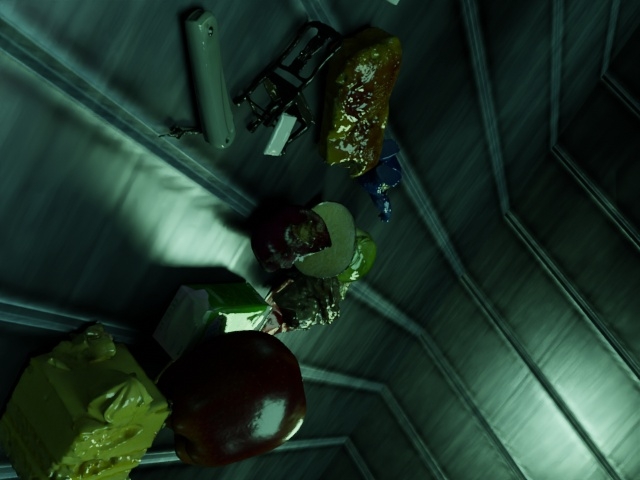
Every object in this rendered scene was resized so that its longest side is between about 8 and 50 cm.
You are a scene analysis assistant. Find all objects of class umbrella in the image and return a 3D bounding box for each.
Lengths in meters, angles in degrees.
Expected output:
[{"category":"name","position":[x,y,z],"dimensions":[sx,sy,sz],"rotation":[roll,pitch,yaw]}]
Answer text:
[{"category":"umbrella","position":[-0.236,-0.194,1.089],"dimensions":[0.149,0.022,0.022],"rotation":[-24,108,-58]}]

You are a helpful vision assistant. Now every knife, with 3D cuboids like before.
[{"category":"knife","position":[-0.184,-0.269,1.037],"dimensions":[0.073,0.040,0.265],"rotation":[-54,157,-32]}]

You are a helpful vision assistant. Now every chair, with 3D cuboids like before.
[{"category":"chair","position":[-0.045,-0.294,1.163],"dimensions":[0.229,0.106,0.113],"rotation":[-46,153,-8]}]

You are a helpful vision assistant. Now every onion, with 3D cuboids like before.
[{"category":"onion","position":[-0.091,0.000,1.468],"dimensions":[0.195,0.140,0.218],"rotation":[-32,-174,-33]}]

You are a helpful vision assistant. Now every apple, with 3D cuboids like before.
[{"category":"apple","position":[-0.192,0.345,1.342],"dimensions":[0.317,0.288,0.288],"rotation":[-22,144,-27]}]

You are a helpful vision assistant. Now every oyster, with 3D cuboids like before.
[{"category":"oyster","position":[0.083,0.112,2.004],"dimensions":[0.146,0.045,0.121],"rotation":[-49,141,-5]}]

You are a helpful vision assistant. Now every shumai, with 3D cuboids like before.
[{"category":"shumai","position":[-0.045,0.153,1.716],"dimensions":[0.218,0.185,0.184],"rotation":[-125,-150,-79]}]

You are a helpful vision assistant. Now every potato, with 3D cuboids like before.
[{"category":"potato","position":[0.000,0.000,1.611],"dimensions":[0.117,0.182,0.202],"rotation":[156,-65,-82]}]

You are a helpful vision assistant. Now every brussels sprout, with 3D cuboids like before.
[{"category":"brussels sprout","position":[0.089,0.043,1.794],"dimensions":[0.161,0.144,0.181],"rotation":[-34,133,9]}]

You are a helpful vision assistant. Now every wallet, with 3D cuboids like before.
[{"category":"wallet","position":[-0.074,-0.194,1.115],"dimensions":[0.044,0.011,0.083],"rotation":[-3,126,-55]}]

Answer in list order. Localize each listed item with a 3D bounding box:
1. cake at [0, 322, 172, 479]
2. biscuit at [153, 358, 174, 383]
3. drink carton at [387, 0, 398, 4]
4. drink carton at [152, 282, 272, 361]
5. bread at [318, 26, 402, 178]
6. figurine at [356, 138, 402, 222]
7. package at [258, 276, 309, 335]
[{"category":"cake","position":[-0.447,0.327,1.190],"dimensions":[0.286,0.227,0.222],"rotation":[-58,153,14]},{"category":"biscuit","position":[-0.380,0.336,1.554],"dimensions":[0.083,0.018,0.081],"rotation":[-51,154,-2]},{"category":"drink carton","position":[0.136,-0.566,1.106],"dimensions":[0.222,0.102,0.134],"rotation":[-59,156,15]},{"category":"drink carton","position":[-0.249,0.190,1.470],"dimensions":[0.161,0.108,0.271],"rotation":[-58,154,16]},{"category":"bread","position":[0.081,-0.287,1.382],"dimensions":[0.185,0.109,0.380],"rotation":[-36,153,-29]},{"category":"figurine","position":[0.157,-0.173,1.663],"dimensions":[0.262,0.120,0.164],"rotation":[90,9,-64]},{"category":"package","position":[-0.085,0.209,1.818],"dimensions":[0.269,0.071,0.194],"rotation":[23,90,-60]}]
